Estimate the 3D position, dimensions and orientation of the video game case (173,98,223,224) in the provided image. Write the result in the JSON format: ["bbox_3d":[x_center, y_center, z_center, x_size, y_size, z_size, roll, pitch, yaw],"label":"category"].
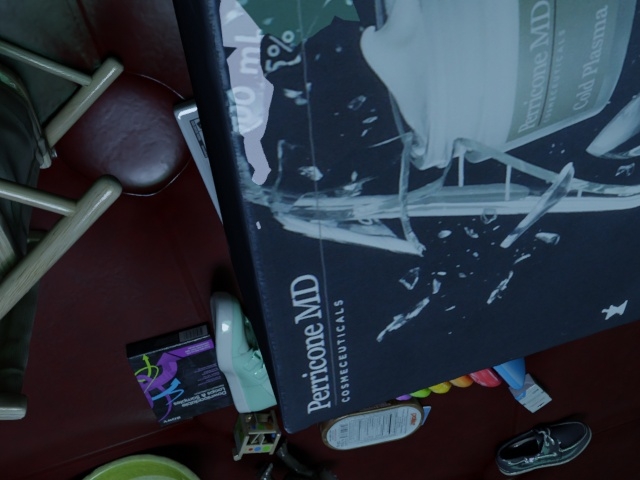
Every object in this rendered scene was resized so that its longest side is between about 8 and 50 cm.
[{"bbox_3d":[-0.053,-0.099,0.707,0.173,0.022,0.190,-20,130,-3],"label":"video game case"}]

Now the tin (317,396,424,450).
[{"bbox_3d":[0.090,0.315,1.067,0.189,0.040,0.106,-9,132,-10],"label":"tin"}]

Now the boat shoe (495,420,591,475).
[{"bbox_3d":[0.459,0.422,1.261,0.206,0.075,0.065,-25,134,6],"label":"boat shoe"}]

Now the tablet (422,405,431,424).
[{"bbox_3d":[0.159,0.324,1.122,0.083,0.006,0.054,1,126,-21],"label":"tablet"}]

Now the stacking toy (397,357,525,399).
[{"bbox_3d":[0.137,0.179,0.924,0.302,0.175,0.166,-29,133,19],"label":"stacking toy"}]

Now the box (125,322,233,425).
[{"bbox_3d":[-0.198,0.197,0.882,0.116,0.029,0.162,-16,131,-7],"label":"box"}]

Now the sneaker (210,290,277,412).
[{"bbox_3d":[-0.064,0.143,0.842,0.151,0.094,0.256,-12,139,-3],"label":"sneaker"}]

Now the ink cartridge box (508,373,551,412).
[{"bbox_3d":[0.401,0.292,1.168,0.048,0.028,0.083,-40,129,13],"label":"ink cartridge box"}]

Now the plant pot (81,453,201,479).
[{"bbox_3d":[-0.265,0.523,0.985,0.276,0.276,0.254,-19,142,-5],"label":"plant pot"}]

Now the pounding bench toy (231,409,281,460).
[{"bbox_3d":[-0.105,0.323,0.997,0.065,0.052,0.083,5,124,-24],"label":"pounding bench toy"}]

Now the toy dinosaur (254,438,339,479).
[{"bbox_3d":[-0.041,0.441,1.013,0.160,0.313,0.121,38,100,2],"label":"toy dinosaur"}]

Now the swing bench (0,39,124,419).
[{"bbox_3d":[-0.291,-0.032,0.523,0.165,0.253,0.255,18,118,-30],"label":"swing bench"}]

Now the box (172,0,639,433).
[{"bbox_3d":[0.130,-0.148,0.540,0.471,0.297,0.480,-14,129,-10],"label":"box"}]
